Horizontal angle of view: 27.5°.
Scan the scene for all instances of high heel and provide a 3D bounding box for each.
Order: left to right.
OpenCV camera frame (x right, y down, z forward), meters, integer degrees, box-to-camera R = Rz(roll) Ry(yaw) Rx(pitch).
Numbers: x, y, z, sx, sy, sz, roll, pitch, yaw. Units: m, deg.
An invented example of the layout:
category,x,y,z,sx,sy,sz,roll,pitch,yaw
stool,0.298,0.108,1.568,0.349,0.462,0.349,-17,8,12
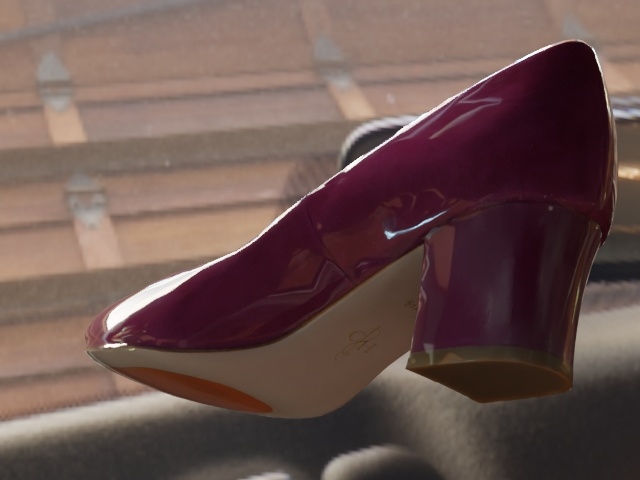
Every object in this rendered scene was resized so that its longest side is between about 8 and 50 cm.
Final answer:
category,x,y,z,sx,sy,sz,roll,pitch,yaw
high heel,0.000,0.000,0.492,0.082,0.117,0.244,27,155,-34
